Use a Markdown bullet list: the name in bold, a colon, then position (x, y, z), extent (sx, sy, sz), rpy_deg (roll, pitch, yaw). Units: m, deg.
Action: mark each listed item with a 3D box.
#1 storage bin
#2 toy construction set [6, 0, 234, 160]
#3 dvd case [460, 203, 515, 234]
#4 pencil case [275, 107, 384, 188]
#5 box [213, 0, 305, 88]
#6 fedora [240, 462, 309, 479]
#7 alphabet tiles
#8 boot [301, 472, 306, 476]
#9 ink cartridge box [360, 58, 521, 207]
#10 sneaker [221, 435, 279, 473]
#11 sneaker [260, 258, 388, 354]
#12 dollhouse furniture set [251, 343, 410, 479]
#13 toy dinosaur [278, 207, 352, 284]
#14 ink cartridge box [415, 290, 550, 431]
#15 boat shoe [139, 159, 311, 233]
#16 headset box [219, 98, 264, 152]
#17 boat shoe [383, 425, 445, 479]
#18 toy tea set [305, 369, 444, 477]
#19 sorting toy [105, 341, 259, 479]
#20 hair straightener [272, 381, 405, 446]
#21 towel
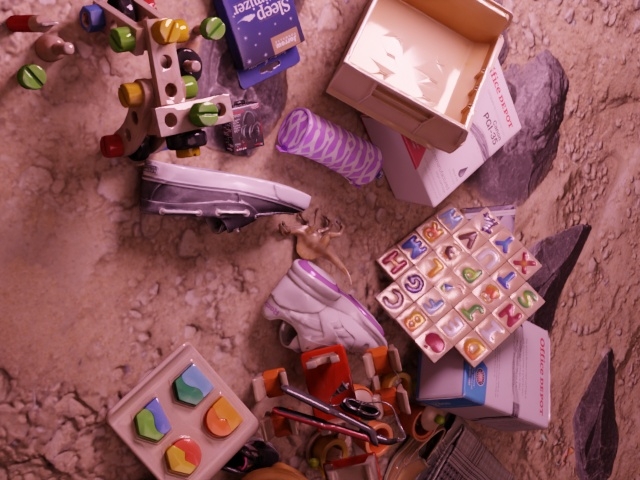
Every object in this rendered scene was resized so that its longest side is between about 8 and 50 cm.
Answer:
- **storage bin**: position (0.181, -0.326, 1.536), extent (0.260, 0.123, 0.262), rpy_deg (27, 68, -10)
- **toy construction set**: position (-0.260, -0.239, 1.232), extent (0.309, 0.237, 0.257), rpy_deg (15, 91, -39)
- **dvd case**: position (0.362, 0.034, 1.927), extent (0.164, 0.018, 0.221), rpy_deg (-6, 104, -37)
- **pencil case**: position (0.020, -0.165, 1.573), extent (0.206, 0.086, 0.088), rpy_deg (24, 109, -38)
- **box**: position (-0.105, -0.379, 1.452), extent (0.136, 0.036, 0.225), rpy_deg (-33, 120, -28)
- **fedora**: position (-0.067, 0.472, 1.598), extent (0.079, 0.194, 0.194), rpy_deg (-74, 149, -61)
- **alphabet tiles**: position (0.283, 0.083, 1.761), extent (0.342, 0.011, 0.285), rpy_deg (-36, 79, -26)
- **boot**: position (-0.079, 0.486, 1.678), extent (0.106, 0.037, 0.114), rpy_deg (39, 73, -36)
- **ink cartridge box**: position (0.240, -0.232, 1.703), extent (0.283, 0.117, 0.207), rpy_deg (-41, 122, -23)
- **sneaker**: position (-0.143, 0.396, 1.577), extent (0.178, 0.077, 0.072), rpy_deg (14, 92, -40)
- **sneaker**: position (0.008, 0.157, 1.640), extent (0.152, 0.114, 0.305), rpy_deg (-47, 126, 2)
- **dollhouse furniture set**: position (0.031, 0.321, 1.585), extent (0.262, 0.135, 0.259), rpy_deg (-12, 89, 2)
- **toy dinosaur**: position (0.000, 0.000, 1.614), extent (0.183, 0.053, 0.092), rpy_deg (35, 84, -21)
- **ink cartridge box**: position (0.352, 0.264, 1.859), extent (0.307, 0.129, 0.223), rpy_deg (26, 60, -39)
- **boat shoe**: position (-0.154, -0.060, 1.443), extent (0.301, 0.108, 0.102), rpy_deg (7, 96, -36)
- **headset box**: position (-0.132, -0.196, 1.475), extent (0.062, 0.032, 0.083), rpy_deg (-18, 113, -34)
- **boat shoe**: position (0.202, 0.469, 1.868), extent (0.068, 0.072, 0.190), rpy_deg (39, 76, -37)
- **toy tea set**: position (0.128, 0.358, 1.749), extent (0.336, 0.124, 0.200), rpy_deg (-9, 106, -36)
- **sorting toy**: position (-0.225, 0.305, 1.470), extent (0.193, 0.038, 0.208), rpy_deg (-43, 101, -27)
- **hair straightener**: position (0.038, 0.288, 1.489), extent (0.047, 0.230, 0.089), rpy_deg (17, 91, -82)
- **towel**: position (0.302, 0.593, 1.987), extent (0.312, 0.056, 0.324), rpy_deg (-53, 126, -16)
